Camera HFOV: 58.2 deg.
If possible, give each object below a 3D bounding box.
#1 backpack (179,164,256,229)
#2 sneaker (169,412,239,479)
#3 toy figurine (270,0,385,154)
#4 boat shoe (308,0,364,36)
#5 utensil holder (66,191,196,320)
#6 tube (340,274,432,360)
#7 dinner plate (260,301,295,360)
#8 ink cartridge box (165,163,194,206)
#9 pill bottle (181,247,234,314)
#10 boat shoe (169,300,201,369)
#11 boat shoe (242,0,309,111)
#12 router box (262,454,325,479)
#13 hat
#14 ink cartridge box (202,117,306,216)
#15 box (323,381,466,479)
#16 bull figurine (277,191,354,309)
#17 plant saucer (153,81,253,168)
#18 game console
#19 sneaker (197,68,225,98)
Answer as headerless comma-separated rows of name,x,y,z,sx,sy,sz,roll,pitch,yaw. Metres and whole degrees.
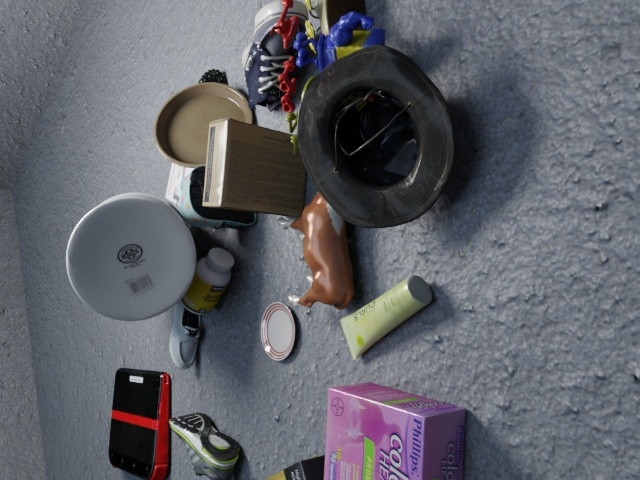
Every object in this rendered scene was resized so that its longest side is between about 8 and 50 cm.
backpack,-0.280,-0.111,1.513,0.144,0.188,0.166,-14,76,48
sneaker,-0.330,0.568,1.570,0.299,0.111,0.122,19,104,51
toy figurine,0.050,-0.326,1.151,0.217,0.363,0.191,10,57,13
boat shoe,0.031,-0.549,1.275,0.089,0.104,0.286,-22,60,51
utensil holder,-0.502,0.030,1.554,0.385,0.327,0.328,-168,84,-74
tube,0.119,0.150,1.129,0.240,0.062,0.070,-43,15,44
dinner plate,-0.101,0.221,1.404,0.141,0.017,0.141,-7,80,48
ink cartridge box,-0.361,-0.167,1.688,0.217,0.092,0.159,27,107,49
pill bottle,-0.309,0.111,1.589,0.184,0.103,0.103,-57,48,30
boat shoe,-0.392,0.262,1.689,0.081,0.079,0.228,-18,70,51
boat shoe,-0.104,-0.418,1.357,0.340,0.127,0.158,159,106,-73
router box,-0.038,0.655,1.237,0.243,0.080,0.309,-43,56,38
hat,0.118,-0.188,1.084,0.331,0.134,0.332,4,98,31
ink cartridge box,-0.145,-0.160,1.327,0.088,0.234,0.194,4,88,48
box,0.128,0.391,1.045,0.242,0.117,0.214,1,87,49
bull figurine,0.000,0.000,1.249,0.188,0.101,0.311,-23,67,50
plant saucer,-0.318,-0.311,1.575,0.277,0.041,0.278,-3,66,6
game console,-0.608,0.609,1.933,0.386,0.060,0.342,-11,73,48
sneaker,-0.329,-0.387,1.686,0.086,0.085,0.238,155,123,-74
